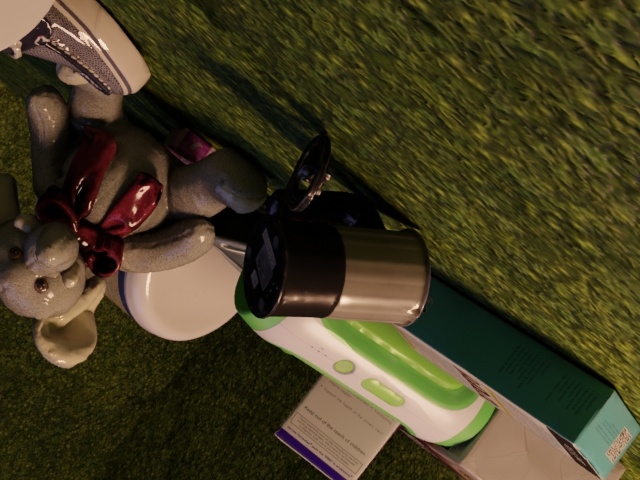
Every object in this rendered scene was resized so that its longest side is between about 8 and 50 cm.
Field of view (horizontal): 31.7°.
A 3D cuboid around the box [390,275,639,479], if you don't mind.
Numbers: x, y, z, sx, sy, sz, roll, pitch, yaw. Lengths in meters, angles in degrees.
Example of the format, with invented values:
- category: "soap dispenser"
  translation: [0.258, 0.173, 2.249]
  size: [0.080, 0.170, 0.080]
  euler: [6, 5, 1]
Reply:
- category: "box"
  translation: [0.169, 0.117, 1.040]
  size: [0.244, 0.060, 0.100]
  euler: [33, 171, 39]

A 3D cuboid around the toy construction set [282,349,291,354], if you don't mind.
- category: "toy construction set"
  translation: [-0.088, 0.096, 1.848]
  size: [0.215, 0.151, 0.328]
  euler: [3, 160, 34]

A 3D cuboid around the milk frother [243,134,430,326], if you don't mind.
- category: "milk frother"
  translation: [0.023, -0.005, 0.908]
  size: [0.135, 0.129, 0.143]
  euler: [5, 156, -26]

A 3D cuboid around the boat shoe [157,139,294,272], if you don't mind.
- category: "boat shoe"
  translation: [-0.144, -0.054, 1.424]
  size: [0.319, 0.116, 0.099]
  euler: [34, 157, 17]

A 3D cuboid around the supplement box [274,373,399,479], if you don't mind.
- category: "supplement box"
  translation: [0.059, 0.181, 1.365]
  size: [0.114, 0.220, 0.111]
  euler: [36, 174, 10]

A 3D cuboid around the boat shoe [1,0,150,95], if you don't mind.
- category: "boat shoe"
  translation: [-0.316, -0.209, 1.034]
  size: [0.340, 0.158, 0.127]
  euler: [45, 171, -38]

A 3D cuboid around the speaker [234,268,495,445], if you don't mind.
- category: "speaker"
  translation: [0.054, 0.105, 1.199]
  size: [0.296, 0.131, 0.131]
  euler: [36, 175, -26]

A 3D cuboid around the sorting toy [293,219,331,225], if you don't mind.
- category: "sorting toy"
  translation: [0.000, 0.000, 1.239]
  size: [0.042, 0.061, 0.102]
  euler: [2, 170, 14]

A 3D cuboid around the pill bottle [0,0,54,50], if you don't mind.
- category: "pill bottle"
  translation: [-0.315, -0.247, 0.779]
  size: [0.283, 0.161, 0.161]
  euler: [35, 172, 27]

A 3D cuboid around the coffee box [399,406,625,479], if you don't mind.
- category: "coffee box"
  translation: [0.214, 0.244, 1.378]
  size: [0.168, 0.119, 0.297]
  euler: [39, 173, -11]

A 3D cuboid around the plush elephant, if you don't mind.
- category: "plush elephant"
  translation: [-0.276, -0.020, 1.270]
  size: [0.272, 0.255, 0.330]
  euler: [42, 146, -10]

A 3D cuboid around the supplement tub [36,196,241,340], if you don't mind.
- category: "supplement tub"
  translation: [-0.255, -0.019, 1.649]
  size: [0.316, 0.228, 0.228]
  euler: [33, 171, 40]

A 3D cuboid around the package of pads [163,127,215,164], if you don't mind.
- category: "package of pads"
  translation: [-0.161, -0.113, 1.372]
  size: [0.050, 0.032, 0.083]
  euler: [37, 174, -15]
